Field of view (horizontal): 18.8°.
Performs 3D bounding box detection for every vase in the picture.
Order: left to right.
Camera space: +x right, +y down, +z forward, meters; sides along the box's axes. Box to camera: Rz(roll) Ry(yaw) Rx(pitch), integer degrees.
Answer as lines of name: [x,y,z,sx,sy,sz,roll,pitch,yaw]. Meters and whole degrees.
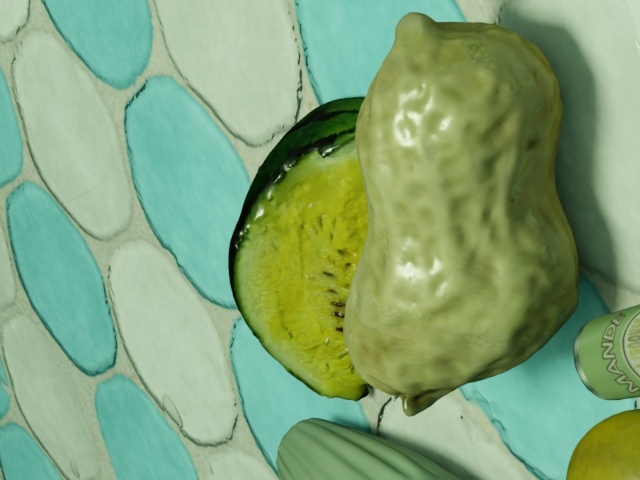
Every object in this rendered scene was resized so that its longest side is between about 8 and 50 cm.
vase: [0.042,0.219,1.579,0.248,0.128,0.128,34,139,58]

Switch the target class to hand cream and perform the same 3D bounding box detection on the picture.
hand cream: [0.240,0.058,1.195,0.235,0.055,0.086,-19,98,54]

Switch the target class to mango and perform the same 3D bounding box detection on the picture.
mango: [0.219,0.189,1.282,0.137,0.098,0.195,52,156,19]

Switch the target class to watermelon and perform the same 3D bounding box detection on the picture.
watermelon: [0.000,0.000,1.530,0.129,0.123,0.301,19,134,11]

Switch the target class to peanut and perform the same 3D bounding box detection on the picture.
peanut: [0.101,-0.011,1.287,0.159,0.143,0.291,13,124,14]

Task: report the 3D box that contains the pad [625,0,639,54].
pad: [0.249,-0.129,1.081,0.232,0.004,0.156,-5,107,60]
